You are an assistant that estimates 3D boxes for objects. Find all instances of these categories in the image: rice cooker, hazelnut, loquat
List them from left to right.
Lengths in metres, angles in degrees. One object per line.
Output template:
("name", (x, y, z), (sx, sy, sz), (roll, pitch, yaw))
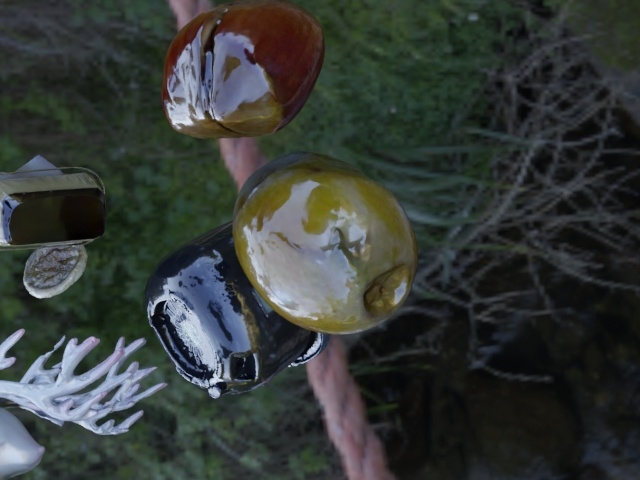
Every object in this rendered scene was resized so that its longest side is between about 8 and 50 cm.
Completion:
("rice cooker", (-0.120, 0.100, 1.924), (0.267, 0.224, 0.267), (28, 136, 32))
("hazelnut", (-0.098, -0.220, 1.594), (0.212, 0.181, 0.181), (-4, 84, 29))
("loquat", (0.000, 0.000, 1.393), (0.227, 0.179, 0.179), (39, 128, 37))

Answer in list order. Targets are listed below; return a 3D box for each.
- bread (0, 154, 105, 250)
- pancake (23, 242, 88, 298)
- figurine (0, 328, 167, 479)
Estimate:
("bread", (-0.449, -0.058, 2.022), (0.212, 0.224, 0.142), (21, 113, 57))
("pancake", (-0.498, 0.048, 2.430), (0.139, 0.139, 0.022), (51, 174, 45))
("figurine", (-0.301, 0.252, 1.424), (0.206, 0.284, 0.316), (-39, -68, -86))
